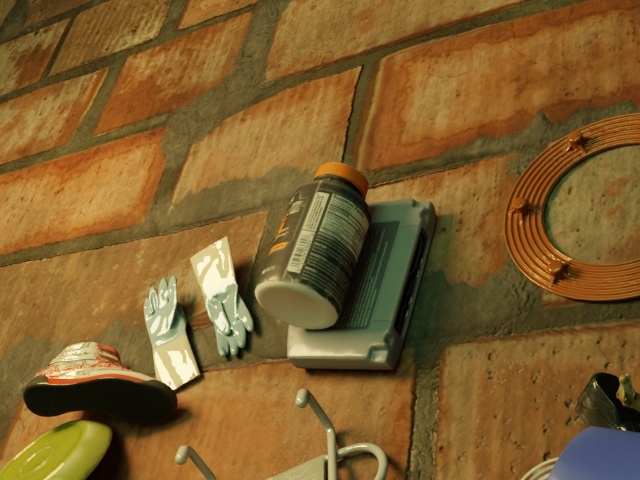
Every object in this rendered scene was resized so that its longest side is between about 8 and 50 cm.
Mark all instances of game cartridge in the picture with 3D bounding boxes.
[{"bbox_3d":[0.058,0.067,1.360,0.196,0.060,0.294,-1,53,31],"label":"game cartridge"}]

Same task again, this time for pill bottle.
[{"bbox_3d":[0.000,0.000,1.326,0.130,0.130,0.246,-4,51,34],"label":"pill bottle"}]

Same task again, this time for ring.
[{"bbox_3d":[0.416,-0.060,1.230,0.336,0.032,0.337,-20,45,21],"label":"ring"}]

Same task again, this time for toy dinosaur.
[{"bbox_3d":[0.395,0.214,0.968,0.092,0.053,0.183,-35,78,-29],"label":"toy dinosaur"}]

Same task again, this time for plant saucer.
[{"bbox_3d":[-0.442,0.362,1.395,0.241,0.037,0.241,-28,18,10],"label":"plant saucer"}]

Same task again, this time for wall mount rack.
[{"bbox_3d":[-0.091,0.344,1.115,0.350,0.130,0.304,-27,23,13],"label":"wall mount rack"}]

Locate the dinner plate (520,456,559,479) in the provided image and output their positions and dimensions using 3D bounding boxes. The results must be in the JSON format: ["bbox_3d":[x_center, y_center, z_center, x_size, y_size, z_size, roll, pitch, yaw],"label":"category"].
[{"bbox_3d":[0.282,0.313,0.998,0.141,0.017,0.141,-20,45,21],"label":"dinner plate"}]

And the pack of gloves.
[{"bbox_3d":[-0.205,0.134,1.510,0.195,0.046,0.232,-30,52,12],"label":"pack of gloves"}]

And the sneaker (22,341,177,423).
[{"bbox_3d":[-0.345,0.228,1.468,0.270,0.090,0.145,-2,24,16],"label":"sneaker"}]

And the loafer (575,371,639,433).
[{"bbox_3d":[0.353,0.233,1.000,0.061,0.062,0.170,-62,36,35],"label":"loafer"}]

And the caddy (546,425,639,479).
[{"bbox_3d":[0.303,0.334,0.795,0.179,0.241,0.341,6,58,45],"label":"caddy"}]
